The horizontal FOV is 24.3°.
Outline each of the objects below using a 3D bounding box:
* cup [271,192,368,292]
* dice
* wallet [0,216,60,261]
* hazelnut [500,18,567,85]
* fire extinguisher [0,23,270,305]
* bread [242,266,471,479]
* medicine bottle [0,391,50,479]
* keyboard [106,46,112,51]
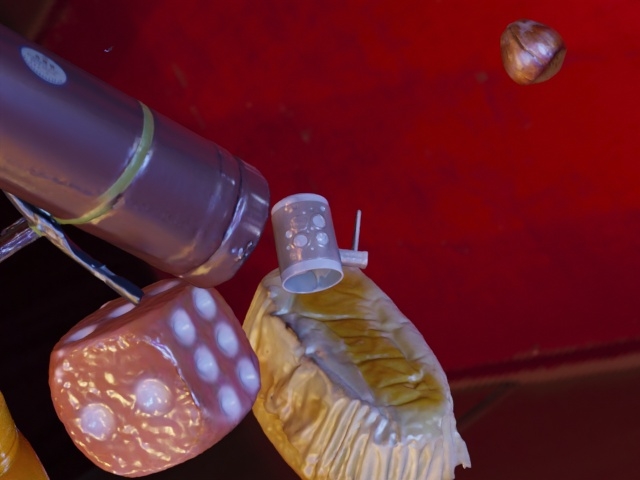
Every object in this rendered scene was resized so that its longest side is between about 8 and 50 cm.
[{"bbox_3d":[-0.003,-0.002,1.708,0.074,0.102,0.099,48,-152,-64],"label":"cup"},{"bbox_3d":[-0.187,0.155,1.693,0.179,0.174,0.175,-18,104,26],"label":"dice"},{"bbox_3d":[-0.328,-0.011,1.664,0.031,0.232,0.122,56,170,-9],"label":"wallet"},{"bbox_3d":[0.254,-0.229,1.788,0.086,0.086,0.086,40,149,31],"label":"hazelnut"},{"bbox_3d":[-0.191,-0.062,0.956,0.341,0.141,0.105,28,147,-36],"label":"fire extinguisher"},{"bbox_3d":[0.027,0.195,2.009,0.388,0.236,0.183,-123,36,-44],"label":"bread"},{"bbox_3d":[-0.304,0.244,1.362,0.149,0.112,0.222,37,148,51],"label":"medicine bottle"},{"bbox_3d":[-0.291,-0.397,1.655,0.041,0.103,0.381,-10,96,50],"label":"keyboard"}]
